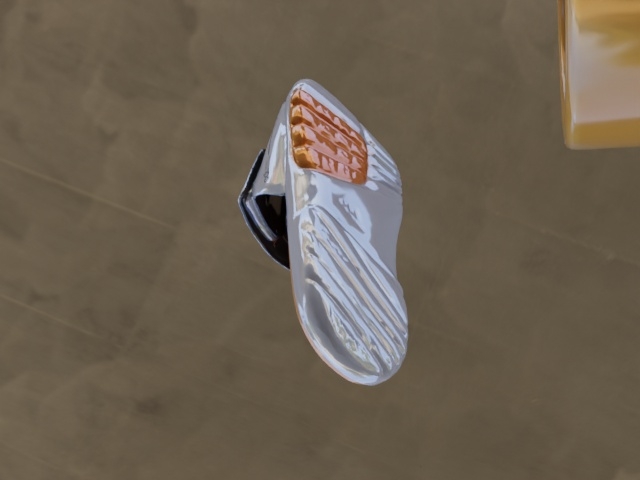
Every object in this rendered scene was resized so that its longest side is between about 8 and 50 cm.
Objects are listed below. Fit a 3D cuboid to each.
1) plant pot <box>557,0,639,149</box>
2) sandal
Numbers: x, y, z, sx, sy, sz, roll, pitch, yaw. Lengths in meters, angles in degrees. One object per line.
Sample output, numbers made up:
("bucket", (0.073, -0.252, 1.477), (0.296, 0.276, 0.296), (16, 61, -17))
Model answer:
("plant pot", (0.183, -0.140, 0.360), (0.188, 0.205, 0.205), (-1, -103, 13))
("sandal", (-0.007, -0.006, 0.585), (0.076, 0.265, 0.102), (-37, -64, 24))
